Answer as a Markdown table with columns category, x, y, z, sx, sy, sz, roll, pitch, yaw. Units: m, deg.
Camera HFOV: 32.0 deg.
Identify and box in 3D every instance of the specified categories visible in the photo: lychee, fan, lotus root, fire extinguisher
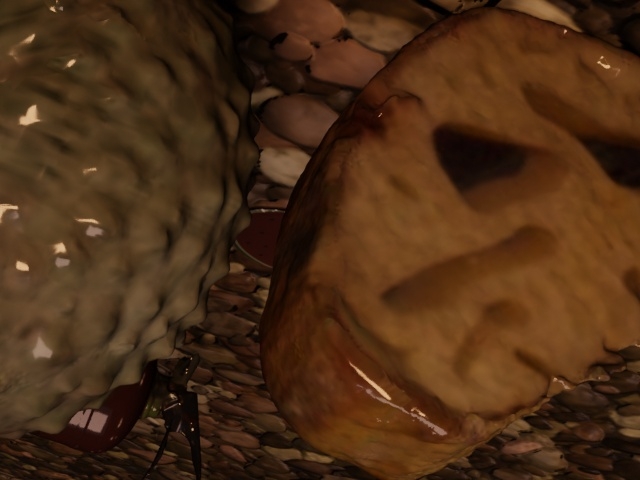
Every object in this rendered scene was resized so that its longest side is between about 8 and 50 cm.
| category | x | y | z | sx | sy | sz | roll | pitch | yaw |
| --- | --- | --- | --- | --- | --- | --- | --- | --- | --- |
| lychee | -0.153 | -0.037 | 0.457 | 0.255 | 0.255 | 0.274 | 17 | 166 | -4 |
| fan | 0.000 | 0.000 | 0.697 | 0.133 | 0.005 | 0.085 | -11 | 141 | 41 |
| lotus root | 0.082 | -0.013 | 0.466 | 0.170 | 0.260 | 0.074 | 47 | 151 | 9 |
| fire extinguisher | -0.235 | 0.087 | 0.833 | 0.337 | 0.135 | 0.114 | 20 | 157 | -11 |
